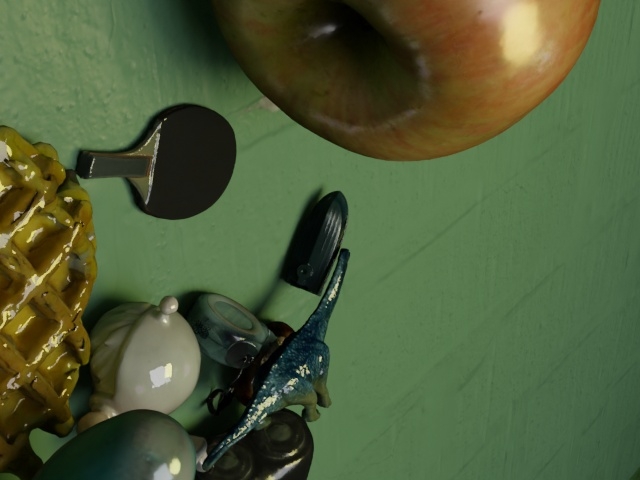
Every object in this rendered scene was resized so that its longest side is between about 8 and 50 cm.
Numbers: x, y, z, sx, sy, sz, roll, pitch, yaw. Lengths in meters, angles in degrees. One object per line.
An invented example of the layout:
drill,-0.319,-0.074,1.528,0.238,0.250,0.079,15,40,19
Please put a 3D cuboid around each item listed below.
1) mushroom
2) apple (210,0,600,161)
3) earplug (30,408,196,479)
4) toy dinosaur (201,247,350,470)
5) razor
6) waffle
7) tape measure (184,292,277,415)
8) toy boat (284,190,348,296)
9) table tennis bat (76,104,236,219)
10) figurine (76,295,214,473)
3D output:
mushroom,-0.072,0.166,1.281,0.123,0.052,0.123,-29,127,-47
apple,0.091,-0.273,0.942,0.346,0.392,0.391,-50,144,-32
earplug,-0.222,0.284,0.922,0.185,0.185,0.324,-1,138,-53
toy dinosaur,-0.040,0.169,1.199,0.363,0.077,0.147,-53,148,-38
razor,-0.115,0.389,1.301,0.204,0.113,0.349,-21,135,-39
waffle,-0.351,0.086,0.828,0.380,0.095,0.382,-11,117,-48
tape measure,-0.138,0.150,1.168,0.179,0.107,0.104,-56,179,30
toy boat,0.000,0.000,1.271,0.060,0.055,0.141,-8,119,-76
table tennis bat,-0.167,-0.082,1.027,0.220,0.019,0.130,-7,114,-53
figurine,-0.194,0.175,1.045,0.182,0.145,0.256,-26,127,-40
